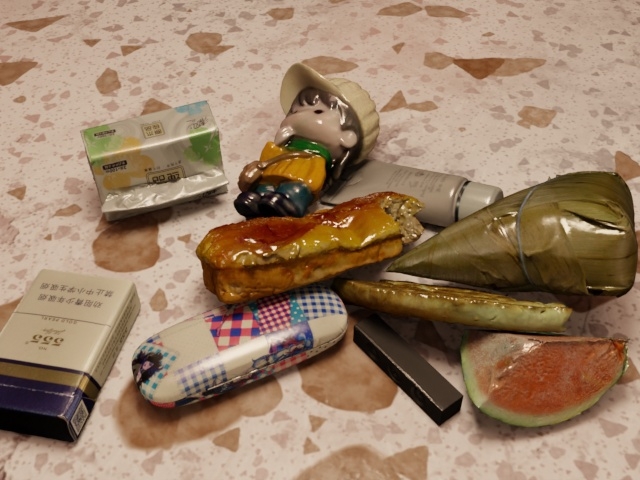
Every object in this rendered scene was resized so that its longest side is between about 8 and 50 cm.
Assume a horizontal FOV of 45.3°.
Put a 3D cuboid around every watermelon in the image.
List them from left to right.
[{"bbox_3d":[0.303,0.174,1.095,0.231,0.128,0.146,1,16,-16],"label":"watermelon"}]

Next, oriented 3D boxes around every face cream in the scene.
[{"bbox_3d":[0.165,-0.085,1.361,0.314,0.089,0.143,16,48,27],"label":"face cream"}]

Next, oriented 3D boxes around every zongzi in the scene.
[{"bbox_3d":[0.312,-0.012,1.229,0.360,0.160,0.323,-7,13,23],"label":"zongzi"}]

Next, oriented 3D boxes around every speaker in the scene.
[{"bbox_3d":[0.125,0.184,1.118,0.046,0.040,0.191,-27,50,-26],"label":"speaker"}]

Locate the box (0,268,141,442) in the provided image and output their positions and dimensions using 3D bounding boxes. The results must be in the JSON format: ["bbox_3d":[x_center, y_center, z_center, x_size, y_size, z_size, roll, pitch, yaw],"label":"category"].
[{"bbox_3d":[-0.390,0.163,1.133,0.168,0.071,0.259,8,46,9],"label":"box"}]

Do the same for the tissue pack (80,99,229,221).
[{"bbox_3d":[-0.285,-0.125,1.354,0.229,0.159,0.145,-16,47,-14],"label":"tissue pack"}]

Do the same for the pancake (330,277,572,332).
[{"bbox_3d":[0.181,0.095,1.149,0.376,0.054,0.197,8,6,30],"label":"pancake"}]

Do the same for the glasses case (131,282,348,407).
[{"bbox_3d":[-0.115,0.149,1.133,0.327,0.076,0.125,-19,45,-17],"label":"glasses case"}]

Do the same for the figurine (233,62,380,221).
[{"bbox_3d":[-0.016,-0.150,1.390,0.185,0.204,0.332,5,67,40],"label":"figurine"}]

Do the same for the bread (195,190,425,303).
[{"bbox_3d":[0.000,0.000,1.197,0.380,0.109,0.185,-14,9,-20],"label":"bread"}]
